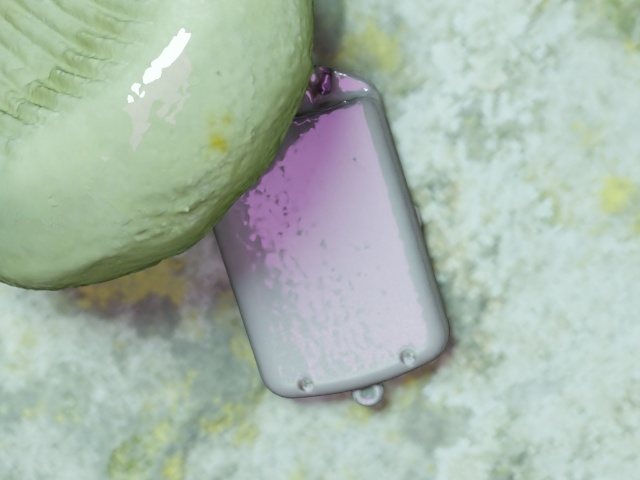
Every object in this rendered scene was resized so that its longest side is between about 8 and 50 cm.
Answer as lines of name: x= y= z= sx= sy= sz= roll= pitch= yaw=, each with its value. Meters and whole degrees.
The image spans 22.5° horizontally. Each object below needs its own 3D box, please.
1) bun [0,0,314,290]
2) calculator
bun: x=-0.085 y=-0.067 z=0.730 sx=0.127 sy=0.222 sz=0.222 roll=31 pitch=106 yaw=-36
calculator: x=0.000 y=0.000 z=0.791 sx=0.100 sy=0.032 sz=0.175 roll=-15 pitch=99 yaw=10
